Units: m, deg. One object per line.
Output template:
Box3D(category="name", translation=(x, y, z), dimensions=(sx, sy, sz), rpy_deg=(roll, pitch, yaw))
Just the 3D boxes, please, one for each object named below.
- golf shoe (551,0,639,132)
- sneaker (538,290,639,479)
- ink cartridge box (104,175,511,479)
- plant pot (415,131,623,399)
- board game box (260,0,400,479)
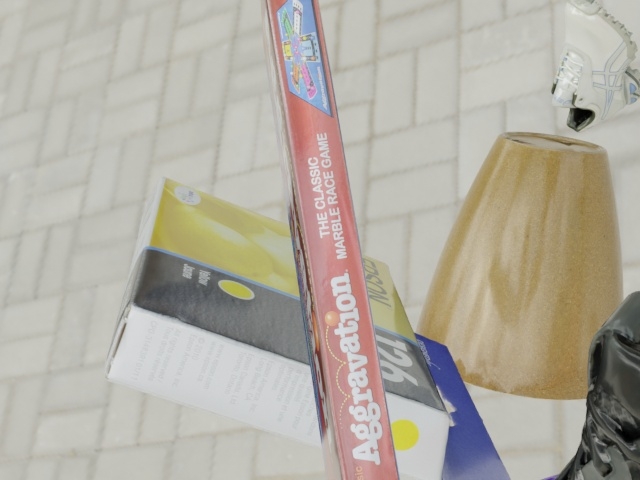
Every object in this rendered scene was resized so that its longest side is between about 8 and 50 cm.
Box3D(category="golf shoe", translation=(0.257, -0.164, 1.052), dimensions=(0.086, 0.176, 0.069), rpy_deg=(-43, 52, -1))
Box3D(category="sneaker", translation=(0.129, 0.080, 0.380), dimensions=(0.293, 0.146, 0.102), rpy_deg=(-25, 21, 50))
Box3D(category="ink cartridge box", translation=(0.000, 0.067, 0.848), dimensions=(0.303, 0.307, 0.072), rpy_deg=(-106, 36, -71))
Box3D(category="plant pot", translation=(0.236, 0.015, 1.214), dimensions=(0.237, 0.237, 0.254), rpy_deg=(20, 110, 40))
Box3D(category="board game box", translation=(0.000, 0.000, 0.547), dimensions=(0.027, 0.145, 0.281), rpy_deg=(-7, 74, -5))
